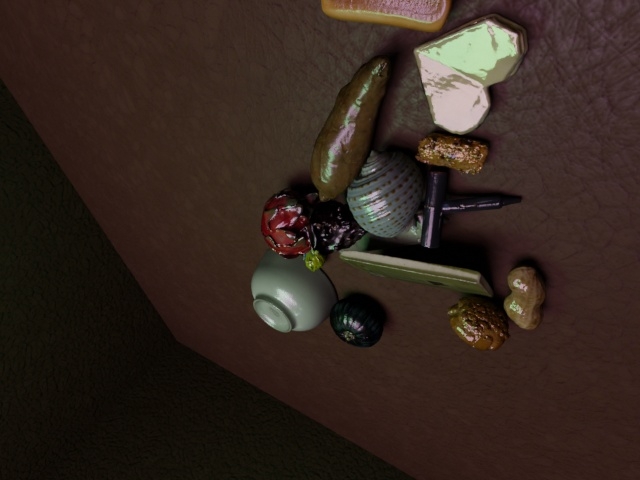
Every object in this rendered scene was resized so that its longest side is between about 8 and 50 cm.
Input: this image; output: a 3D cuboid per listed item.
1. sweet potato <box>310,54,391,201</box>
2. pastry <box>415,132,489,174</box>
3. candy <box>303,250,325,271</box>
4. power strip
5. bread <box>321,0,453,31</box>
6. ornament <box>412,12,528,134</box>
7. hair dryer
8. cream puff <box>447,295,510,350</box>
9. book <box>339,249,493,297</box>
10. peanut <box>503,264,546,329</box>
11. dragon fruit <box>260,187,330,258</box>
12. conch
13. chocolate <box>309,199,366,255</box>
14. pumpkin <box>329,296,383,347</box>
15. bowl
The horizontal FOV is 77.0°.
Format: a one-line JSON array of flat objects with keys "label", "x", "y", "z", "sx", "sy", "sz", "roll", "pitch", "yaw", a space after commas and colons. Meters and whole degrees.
[{"label": "sweet potato", "x": 0.065, "y": -0.241, "z": 0.895, "sx": 0.130, "sy": 0.130, "sz": 0.422, "roll": 36, "pitch": 143, "yaw": 6}, {"label": "pastry", "x": 0.270, "y": -0.182, "z": 0.829, "sx": 0.140, "sy": 0.056, "sz": 0.080, "roll": 19, "pitch": 147, "yaw": 17}, {"label": "candy", "x": -0.003, "y": -0.001, "z": 1.274, "sx": 0.077, "sy": 0.073, "sz": 0.262, "roll": 51, "pitch": 144, "yaw": 29}, {"label": "power strip", "x": 0.173, "y": -0.027, "z": 1.078, "sx": 0.388, "sy": 0.066, "sz": 0.092, "roll": -11, "pitch": 114, "yaw": 50}, {"label": "bread", "x": 0.115, "y": -0.422, "z": 0.695, "sx": 0.239, "sy": 0.074, "sz": 0.092, "roll": 22, "pitch": 130, "yaw": 22}, {"label": "ornament", "x": 0.245, "y": -0.307, "z": 0.719, "sx": 0.180, "sy": 0.059, "sz": 0.201, "roll": 34, "pitch": 141, "yaw": 12}, {"label": "hair dryer", "x": 0.323, "y": -0.059, "z": 0.878, "sx": 0.195, "sy": 0.050, "sz": 0.173, "roll": 10, "pitch": 109, "yaw": 21}, {"label": "cream puff", "x": 0.415, "y": 0.209, "z": 1.038, "sx": 0.150, "sy": 0.165, "sz": 0.115, "roll": 50, "pitch": 117, "yaw": 26}, {"label": "book", "x": 0.250, "y": 0.088, "z": 1.047, "sx": 0.352, "sy": 0.035, "sz": 0.239, "roll": 9, "pitch": 168, "yaw": 32}, {"label": "peanut", "x": 0.480, "y": 0.133, "z": 0.947, "sx": 0.089, "sy": 0.089, "sz": 0.192, "roll": 11, "pitch": 131, "yaw": 35}, {"label": "dragon fruit", "x": -0.076, "y": -0.057, "z": 1.167, "sx": 0.193, "sy": 0.192, "sz": 0.274, "roll": 20, "pitch": 146, "yaw": -7}, {"label": "conch", "x": 0.161, "y": -0.108, "z": 0.896, "sx": 0.200, "sy": 0.172, "sz": 0.131, "roll": 52, "pitch": 156, "yaw": 4}, {"label": "chocolate", "x": 0.068, "y": -0.041, "z": 1.038, "sx": 0.133, "sy": 0.156, "sz": 0.156, "roll": -6, "pitch": 125, "yaw": 34}, {"label": "pumpkin", "x": 0.122, "y": 0.286, "z": 1.392, "sx": 0.202, "sy": 0.140, "sz": 0.202, "roll": 26, "pitch": 145, "yaw": 20}, {"label": "bowl", "x": -0.128, "y": 0.218, "z": 1.509, "sx": 0.354, "sy": 0.185, "sz": 0.353, "roll": 25, "pitch": 142, "yaw": 21}]
